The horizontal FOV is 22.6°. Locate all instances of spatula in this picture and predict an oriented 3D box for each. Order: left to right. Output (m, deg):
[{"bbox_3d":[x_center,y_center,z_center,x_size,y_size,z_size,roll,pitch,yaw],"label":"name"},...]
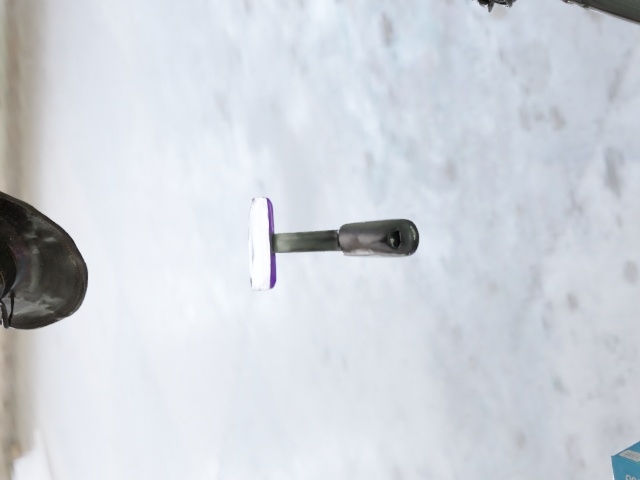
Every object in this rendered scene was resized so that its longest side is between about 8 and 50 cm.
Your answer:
[{"bbox_3d":[0.000,0.000,1.319,0.296,0.030,0.084,-4,89,59],"label":"spatula"}]

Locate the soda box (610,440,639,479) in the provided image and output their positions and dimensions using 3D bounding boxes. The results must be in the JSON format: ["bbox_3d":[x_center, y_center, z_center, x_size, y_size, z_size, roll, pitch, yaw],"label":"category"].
[{"bbox_3d":[0.333,0.218,1.273,0.210,0.067,0.071,18,123,51],"label":"soda box"}]

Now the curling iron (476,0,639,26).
[{"bbox_3d":[0.186,-0.174,1.125,0.274,0.035,0.068,23,166,45],"label":"curling iron"}]

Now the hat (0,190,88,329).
[{"bbox_3d":[-0.373,0.052,1.432,0.331,0.331,0.134,122,164,-61],"label":"hat"}]
